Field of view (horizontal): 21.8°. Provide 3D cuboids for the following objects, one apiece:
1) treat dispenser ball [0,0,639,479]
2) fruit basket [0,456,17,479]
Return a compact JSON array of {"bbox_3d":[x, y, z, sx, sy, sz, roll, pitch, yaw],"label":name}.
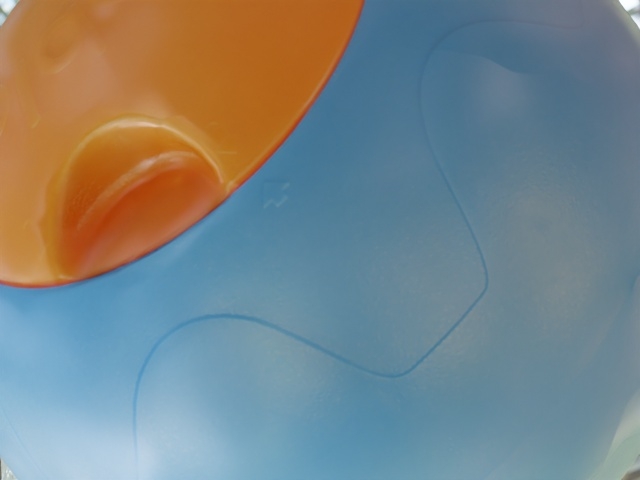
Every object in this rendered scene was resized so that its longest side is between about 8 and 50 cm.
[{"bbox_3d":[0.000,0.000,0.637,0.288,0.288,0.288,42,-147,-36],"label":"treat dispenser ball"},{"bbox_3d":[-0.022,0.093,0.931,0.165,0.327,0.353,-71,-16,-67],"label":"fruit basket"}]
